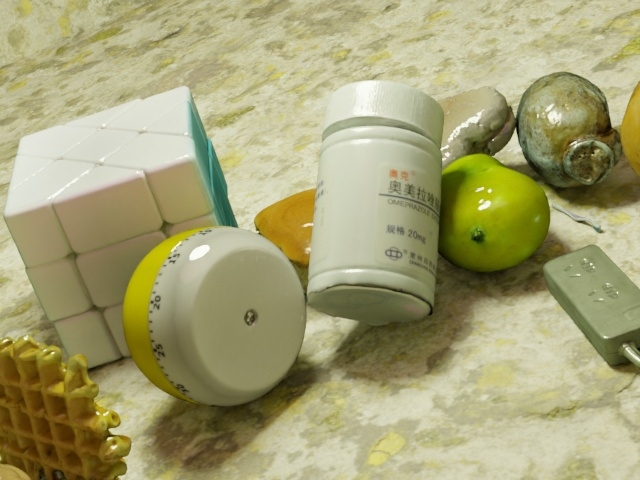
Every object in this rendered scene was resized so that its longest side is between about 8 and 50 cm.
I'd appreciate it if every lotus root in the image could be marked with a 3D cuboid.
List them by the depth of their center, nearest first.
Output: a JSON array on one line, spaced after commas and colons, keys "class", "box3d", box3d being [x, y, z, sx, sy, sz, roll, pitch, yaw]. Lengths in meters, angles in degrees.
[{"class": "lotus root", "box3d": [0.408, -0.197, 2.117, 0.175, 0.175, 0.349, -15, 20, 6]}]

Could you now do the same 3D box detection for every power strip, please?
[{"class": "power strip", "box3d": [0.400, 0.098, 1.722, 0.093, 0.053, 0.288, -20, 28, -4]}]

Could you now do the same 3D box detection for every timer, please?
[{"class": "timer", "box3d": [-0.184, 0.110, 1.835, 0.285, 0.285, 0.285, -14, 29, 8]}]

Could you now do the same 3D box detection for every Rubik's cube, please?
[{"class": "Rubik's cube", "box3d": [-0.312, -0.026, 2.074, 0.318, 0.316, 0.322, -18, 27, 1]}]

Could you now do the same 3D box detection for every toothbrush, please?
[{"class": "toothbrush", "box3d": [0.409, -0.039, 1.998, 0.011, 0.013, 0.131, -17, 26, -19]}]

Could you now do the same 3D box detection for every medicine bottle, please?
[{"class": "medicine bottle", "box3d": [0.085, -0.056, 1.869, 0.189, 0.190, 0.332, -4, 68, 24]}]

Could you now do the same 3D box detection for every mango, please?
[{"class": "mango", "box3d": [0.250, -0.041, 1.953, 0.185, 0.149, 0.273, -31, 25, -6]}]

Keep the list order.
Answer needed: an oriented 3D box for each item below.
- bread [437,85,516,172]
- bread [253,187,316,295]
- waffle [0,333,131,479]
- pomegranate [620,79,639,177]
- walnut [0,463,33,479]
[{"class": "bread", "box3d": [0.182, -0.143, 2.171, 0.337, 0.102, 0.183, -18, 43, 34]}, {"class": "bread", "box3d": [0.000, 0.000, 2.052, 0.174, 0.121, 0.245, -27, 28, -14]}, {"class": "waffle", "box3d": [-0.385, 0.259, 1.745, 0.065, 0.283, 0.309, -36, -12, -43]}, {"class": "pomegranate", "box3d": [0.577, -0.182, 1.934, 0.233, 0.233, 0.233, -14, 29, 8]}, {"class": "walnut", "box3d": [-0.420, 0.398, 1.503, 0.224, 0.257, 0.257, -43, 19, 24]}]
